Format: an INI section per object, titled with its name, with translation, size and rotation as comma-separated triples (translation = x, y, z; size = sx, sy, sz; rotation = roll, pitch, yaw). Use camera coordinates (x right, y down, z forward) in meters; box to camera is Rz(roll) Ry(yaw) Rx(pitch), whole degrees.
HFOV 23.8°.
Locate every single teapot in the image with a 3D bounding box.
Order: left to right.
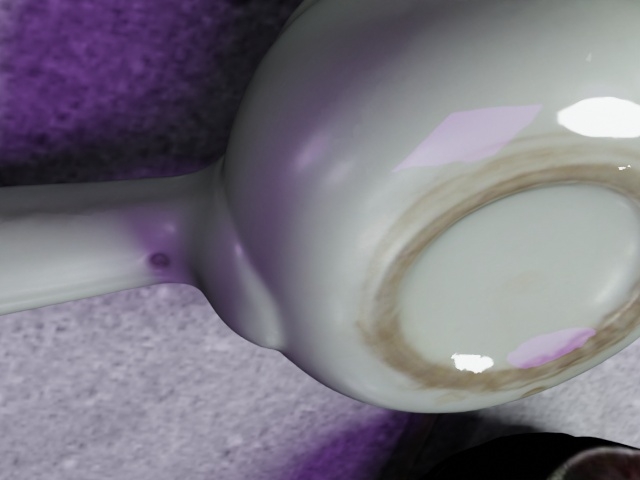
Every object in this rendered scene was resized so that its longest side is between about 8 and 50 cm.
[teapot]
translation = 0.002, -0.027, 0.588
size = 0.318, 0.149, 0.220
rotation = 0, 133, -20

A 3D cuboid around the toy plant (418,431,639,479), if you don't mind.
[toy plant]
translation = 0.110, 0.198, 0.802
size = 0.218, 0.175, 0.235
rotation = 14, 149, -19
